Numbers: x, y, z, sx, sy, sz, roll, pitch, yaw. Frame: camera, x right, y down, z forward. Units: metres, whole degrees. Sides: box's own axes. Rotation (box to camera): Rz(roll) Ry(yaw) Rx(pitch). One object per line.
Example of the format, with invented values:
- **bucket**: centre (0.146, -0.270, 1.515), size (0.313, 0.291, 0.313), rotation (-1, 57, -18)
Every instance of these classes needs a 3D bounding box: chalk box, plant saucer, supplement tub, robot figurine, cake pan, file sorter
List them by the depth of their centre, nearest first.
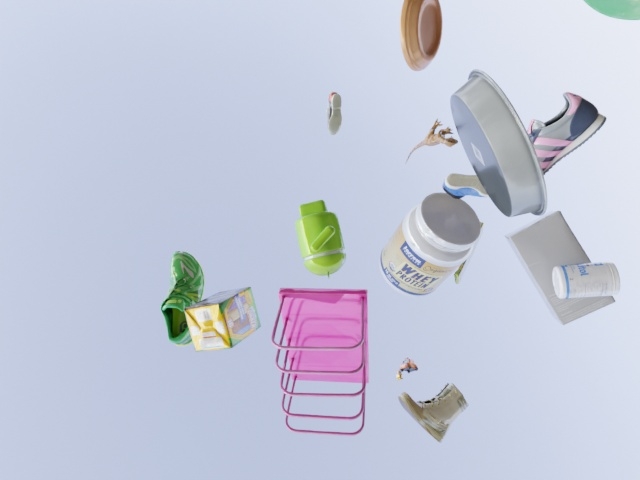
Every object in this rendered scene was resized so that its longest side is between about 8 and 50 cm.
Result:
- **robot figurine**: centre (0.000, 0.000, 0.629), size (0.066, 0.101, 0.115), rotation (-13, -97, 2)
- **cake pan**: centre (0.320, -0.168, 0.783), size (0.054, 0.293, 0.294), rotation (-25, -110, 13)
- **supplement tub**: centre (0.545, 0.082, 0.869), size (0.107, 0.071, 0.071), rotation (-8, -118, 17)
- **file sorter**: centre (0.006, 0.278, 0.951), size (0.201, 0.291, 0.182), rotation (0, -149, 8)
- **plant saucer**: centre (0.260, -0.534, 1.059), size (0.037, 0.200, 0.200), rotation (12, -129, 35)
- **chalk box**: centre (-0.271, 0.222, 1.242), size (0.213, 0.132, 0.132), rotation (-23, -80, -66)
- **supplement tub**: centre (0.342, 0.019, 1.347), size (0.228, 0.316, 0.229), rotation (8, -125, -11)

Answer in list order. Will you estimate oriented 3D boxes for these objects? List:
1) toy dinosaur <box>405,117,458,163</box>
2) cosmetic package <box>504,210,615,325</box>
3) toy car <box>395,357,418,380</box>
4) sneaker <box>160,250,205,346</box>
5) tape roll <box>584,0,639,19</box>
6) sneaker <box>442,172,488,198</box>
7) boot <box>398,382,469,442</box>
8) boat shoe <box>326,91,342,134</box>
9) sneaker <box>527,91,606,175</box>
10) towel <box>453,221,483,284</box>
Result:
- **toy dinosaur**: centre (0.330, -0.302, 1.261), size (0.064, 0.211, 0.112), rotation (46, -105, -17)
- **cosmetic package**: centre (0.550, 0.060, 0.982), size (0.127, 0.107, 0.238), rotation (-29, -98, 16)
- **toy car**: centre (0.244, 0.387, 1.273), size (0.060, 0.122, 0.041), rotation (11, -125, -22)
- **sneaker**: centre (-0.422, 0.176, 1.294), size (0.109, 0.123, 0.296), rotation (-4, -99, 2)
- **tape roll**: centre (0.705, -0.641, 0.874), size (0.321, 0.321, 0.077), rotation (41, -128, 5)
- **sneaker**: centre (0.416, -0.146, 1.169), size (0.152, 0.084, 0.058), rotation (9, -98, 6)
- **boot**: centre (0.356, 0.505, 1.318), size (0.165, 0.077, 0.213), rotation (-45, -76, -9)
- **boat shoe**: centre (0.042, -0.416, 1.379), size (0.049, 0.137, 0.043), rotation (-12, -144, -22)
- **sneaker**: centre (0.575, -0.249, 1.126), size (0.131, 0.319, 0.112), rotation (44, -157, -3)
- **towel**: centre (0.561, 0.049, 1.590), size (0.021, 0.102, 0.237), rotation (24, -105, 25)
